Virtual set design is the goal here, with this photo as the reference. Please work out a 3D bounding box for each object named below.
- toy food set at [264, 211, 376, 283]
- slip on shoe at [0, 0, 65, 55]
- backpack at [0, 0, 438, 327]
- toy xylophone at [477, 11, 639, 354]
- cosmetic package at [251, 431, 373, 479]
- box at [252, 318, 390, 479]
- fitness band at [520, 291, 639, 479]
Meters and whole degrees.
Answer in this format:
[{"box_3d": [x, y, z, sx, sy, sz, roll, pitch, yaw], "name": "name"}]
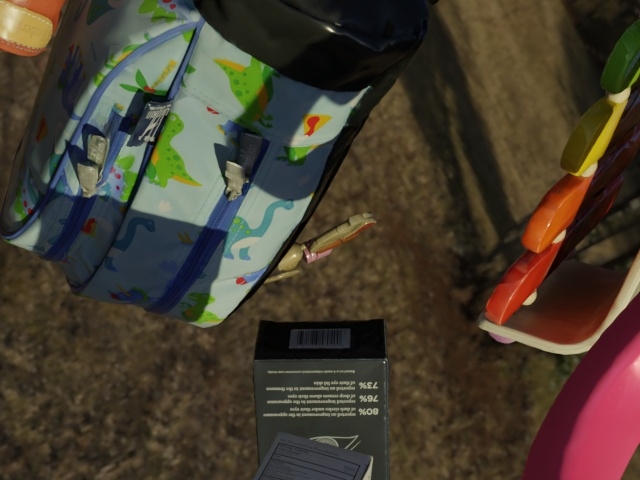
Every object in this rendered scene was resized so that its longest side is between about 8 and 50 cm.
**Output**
[{"box_3d": [0.000, 0.000, 1.060, 0.078, 0.122, 0.019, -13, 74, -56], "name": "toy food set"}, {"box_3d": [-0.278, -0.177, 0.874, 0.123, 0.331, 0.101, 17, 86, -41], "name": "slip on shoe"}, {"box_3d": [-0.085, -0.103, 0.871, 0.355, 0.273, 0.290, 105, -17, -46], "name": "backpack"}, {"box_3d": [0.210, -0.072, 0.760, 0.081, 0.322, 0.236, 30, 28, 18], "name": "toy xylophone"}, {"box_3d": [-0.021, 0.231, 0.677, 0.099, 0.060, 0.239, -54, 153, -54], "name": "cosmetic package"}, {"box_3d": [0.003, 0.204, 1.418, 0.108, 0.153, 0.207, -86, 176, -68], "name": "box"}, {"box_3d": [0.196, 0.056, 0.501, 0.054, 0.291, 0.209, 39, 9, -21], "name": "fitness band"}]
